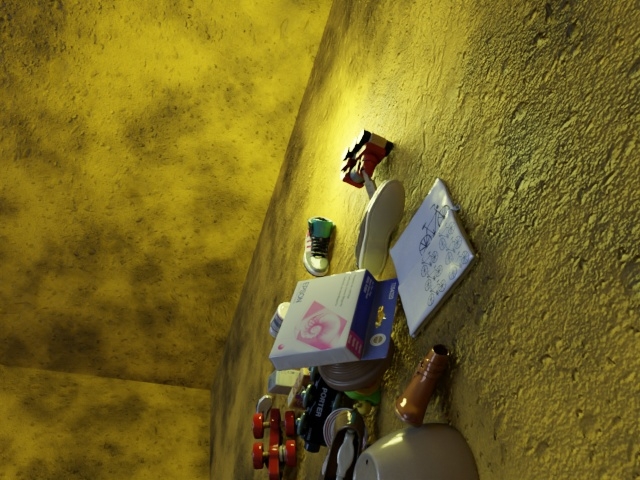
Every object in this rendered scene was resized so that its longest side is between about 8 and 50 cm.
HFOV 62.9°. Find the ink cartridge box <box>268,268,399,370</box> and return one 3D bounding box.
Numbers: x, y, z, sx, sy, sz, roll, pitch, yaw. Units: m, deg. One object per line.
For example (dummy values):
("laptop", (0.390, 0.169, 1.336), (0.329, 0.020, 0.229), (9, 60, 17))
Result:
("ink cartridge box", (0.047, 0.214, 1.495), (0.330, 0.071, 0.324), (-14, 31, 24))

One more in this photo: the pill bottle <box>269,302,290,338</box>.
("pill bottle", (-0.179, 0.387, 2.496), (0.180, 0.108, 0.108), (120, 156, -43))

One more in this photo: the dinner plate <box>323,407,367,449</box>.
("dinner plate", (0.077, 0.579, 1.578), (0.017, 0.141, 0.141), (26, -108, -63))

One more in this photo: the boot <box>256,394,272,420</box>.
("boot", (-0.289, 0.812, 2.602), (0.086, 0.069, 0.190), (-108, 33, -54))

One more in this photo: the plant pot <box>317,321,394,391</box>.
("plant pot", (0.084, 0.304, 1.509), (0.237, 0.110, 0.237), (-22, 33, 15))

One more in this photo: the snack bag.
("snack bag", (0.285, 0.034, 1.411), (0.342, 0.037, 0.323), (-96, 25, -46))

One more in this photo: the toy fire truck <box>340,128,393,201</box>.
("toy fire truck", (0.158, -0.229, 1.855), (0.217, 0.158, 0.246), (-38, 33, 63))

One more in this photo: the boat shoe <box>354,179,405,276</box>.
("boat shoe", (0.181, -0.048, 1.671), (0.097, 0.116, 0.324), (-126, 45, -63))

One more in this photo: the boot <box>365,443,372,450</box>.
("boot", (0.143, 0.629, 1.368), (0.219, 0.082, 0.106), (-148, 69, -74))

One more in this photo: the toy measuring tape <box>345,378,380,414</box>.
("toy measuring tape", (0.117, 0.358, 1.583), (0.121, 0.121, 0.330), (127, 150, -53))

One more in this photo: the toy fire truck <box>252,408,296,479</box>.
("toy fire truck", (-0.179, 0.852, 2.138), (0.302, 0.169, 0.254), (-96, 1, -46))

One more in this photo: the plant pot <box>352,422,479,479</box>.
("plant pot", (0.180, 0.535, 1.135), (0.284, 0.191, 0.284), (-168, 90, -73))

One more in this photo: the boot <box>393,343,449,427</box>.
("boot", (0.237, 0.324, 1.197), (0.152, 0.073, 0.197), (-65, -9, 17))

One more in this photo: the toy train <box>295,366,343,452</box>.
("toy train", (0.016, 0.515, 1.714), (0.190, 0.142, 0.334), (37, -114, -78))

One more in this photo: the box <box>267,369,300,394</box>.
("box", (-0.136, 0.588, 2.168), (0.126, 0.137, 0.072), (127, 151, -53))

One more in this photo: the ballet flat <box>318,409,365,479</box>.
("ballet flat", (0.059, 0.659, 1.485), (0.124, 0.116, 0.342), (-1, -75, -85))

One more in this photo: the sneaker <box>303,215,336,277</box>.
("sneaker", (0.000, 0.000, 2.200), (0.295, 0.123, 0.178), (-97, 16, -49))

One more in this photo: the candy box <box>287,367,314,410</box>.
("candy box", (-0.044, 0.554, 1.955), (0.053, 0.109, 0.187), (-105, 32, -57))
